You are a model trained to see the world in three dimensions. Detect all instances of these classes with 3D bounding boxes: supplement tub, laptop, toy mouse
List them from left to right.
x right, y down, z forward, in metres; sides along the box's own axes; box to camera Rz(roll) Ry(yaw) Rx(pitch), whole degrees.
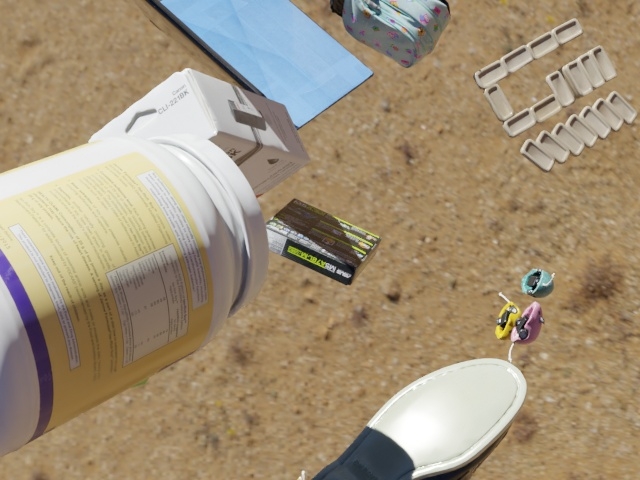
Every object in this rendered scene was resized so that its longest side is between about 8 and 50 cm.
[{"bbox_3d":[-0.237,0.036,1.084,0.241,0.331,0.241,23,125,37],"label":"supplement tub"},{"bbox_3d":[-0.132,-0.399,2.029,0.382,0.408,0.236,42,88,11],"label":"laptop"},{"bbox_3d":[0.287,0.091,1.504,0.143,0.031,0.161,-54,13,41],"label":"toy mouse"}]

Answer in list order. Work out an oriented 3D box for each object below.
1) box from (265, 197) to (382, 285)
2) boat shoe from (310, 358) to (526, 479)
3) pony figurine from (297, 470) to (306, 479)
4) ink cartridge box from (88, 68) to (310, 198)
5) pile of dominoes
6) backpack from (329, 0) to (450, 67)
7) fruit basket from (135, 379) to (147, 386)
[{"bbox_3d":[0.000,0.000,2.035,0.190,0.184,0.045,24,111,8],"label":"box"},{"bbox_3d":[0.107,0.274,1.303,0.340,0.113,0.127,-41,50,-11],"label":"boat shoe"},{"bbox_3d":[-0.108,0.576,1.875,0.350,0.364,0.303,-17,22,0],"label":"pony figurine"},{"bbox_3d":[-0.172,-0.129,1.629,0.197,0.273,0.114,-33,71,22],"label":"ink cartridge box"},{"bbox_3d":[0.372,-0.225,1.776,0.196,0.251,0.040,60,155,-1],"label":"pile of dominoes"},{"bbox_3d":[0.105,-0.353,1.706,0.182,0.152,0.115,33,81,5],"label":"backpack"},{"bbox_3d":[-0.469,0.120,2.339,0.392,0.392,0.283,-52,55,13],"label":"fruit basket"}]
